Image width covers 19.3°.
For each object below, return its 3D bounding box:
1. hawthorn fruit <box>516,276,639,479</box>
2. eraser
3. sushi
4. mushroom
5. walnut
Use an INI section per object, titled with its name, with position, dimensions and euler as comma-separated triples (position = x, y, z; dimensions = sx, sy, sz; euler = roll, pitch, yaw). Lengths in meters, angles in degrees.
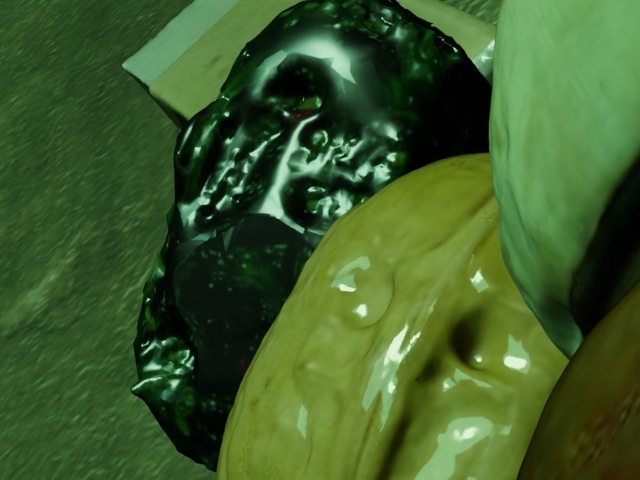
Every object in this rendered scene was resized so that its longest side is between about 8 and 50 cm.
[hawthorn fruit]
position = 0.208, 0.075, 0.428
dimensions = 0.308, 0.308, 0.325
euler = 7, 69, 53
[eraser]
position = 0.002, -0.085, 1.091
dimensions = 0.144, 0.078, 0.343
euler = -44, 30, -5
[sushi]
position = 0.000, 0.000, 0.855
dimensions = 0.124, 0.127, 0.225
euler = 18, 88, 21
[mushroom]
position = 0.144, -0.084, 0.572
dimensions = 0.267, 0.189, 0.164
euler = -60, 42, 35
[walnut]
position = 0.063, 0.073, 0.711
dimensions = 0.226, 0.193, 0.193
euler = -52, 31, -17
